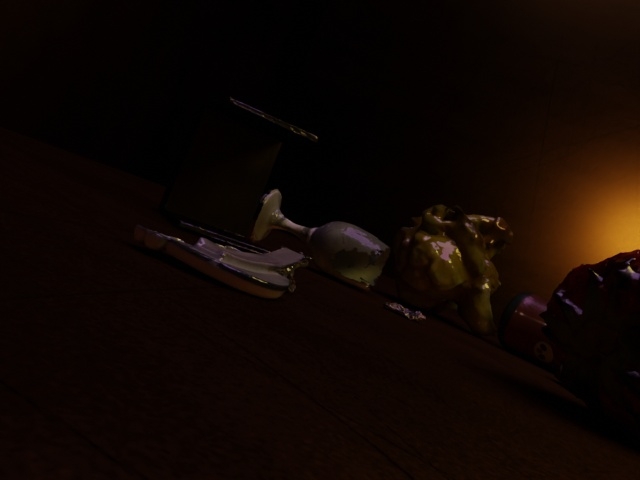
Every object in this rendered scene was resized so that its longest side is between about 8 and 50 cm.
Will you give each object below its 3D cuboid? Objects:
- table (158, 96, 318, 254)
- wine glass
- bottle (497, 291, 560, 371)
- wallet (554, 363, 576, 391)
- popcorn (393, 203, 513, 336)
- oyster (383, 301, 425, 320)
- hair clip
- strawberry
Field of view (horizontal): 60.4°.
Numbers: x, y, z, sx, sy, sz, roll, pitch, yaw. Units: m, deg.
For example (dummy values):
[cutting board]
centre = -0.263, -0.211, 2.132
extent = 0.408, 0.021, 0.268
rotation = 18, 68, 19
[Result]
[table]
centre = -0.171, -0.126, 1.090
extent = 0.196, 0.251, 0.282
rotation = 22, 0, -25
[wine glass]
centre = 0.000, 0.000, 1.269
extent = 0.321, 0.143, 0.143
rotation = 23, 1, 15
[bottle]
centre = 0.556, 0.236, 1.167
extent = 0.144, 0.144, 0.336
rotation = 22, 4, -44
[wallet]
centre = 0.529, 0.274, 0.924
extent = 0.229, 0.049, 0.182
rotation = 21, 4, 2
[popcorn]
centre = 0.327, 0.079, 1.414
extent = 0.290, 0.321, 0.326
rotation = 4, -25, 26
[oyster]
centre = 0.160, 0.133, 1.044
extent = 0.083, 0.019, 0.054
rotation = 23, 1, 19
[hair clip]
centre = -0.090, 0.023, 0.629
extent = 0.140, 0.054, 0.220
rotation = 28, 6, 28
[strawberry]
centre = 0.452, 0.134, 0.699
extent = 0.288, 0.250, 0.238
rotation = -1, 5, -17
